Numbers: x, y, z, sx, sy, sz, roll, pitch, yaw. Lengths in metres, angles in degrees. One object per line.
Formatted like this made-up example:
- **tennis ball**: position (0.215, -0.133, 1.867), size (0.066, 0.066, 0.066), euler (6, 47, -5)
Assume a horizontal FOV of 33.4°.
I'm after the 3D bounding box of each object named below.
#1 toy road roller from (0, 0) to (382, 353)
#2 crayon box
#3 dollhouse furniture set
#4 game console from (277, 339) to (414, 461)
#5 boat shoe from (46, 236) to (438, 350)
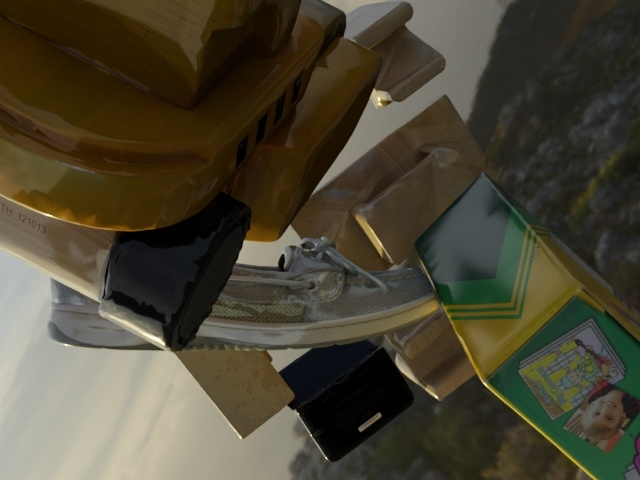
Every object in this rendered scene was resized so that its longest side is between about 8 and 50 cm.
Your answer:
- **toy road roller**: position (-0.084, -0.120, 0.618), size (0.329, 0.202, 0.240), euler (-56, -8, -49)
- **crayon box**: position (0.259, 0.128, 0.888), size (0.106, 0.363, 0.313), euler (-47, 15, 9)
- **dollhouse furniture set**: position (0.000, 0.000, 1.171), size (0.394, 0.362, 0.256), euler (-38, 18, -8)
- **game console**: position (0.021, 0.167, 1.175), size (0.122, 0.107, 0.071), euler (-34, 3, -19)
- **boat shoe**: position (-0.061, 0.035, 0.877), size (0.118, 0.320, 0.103), euler (-175, 85, -87)
